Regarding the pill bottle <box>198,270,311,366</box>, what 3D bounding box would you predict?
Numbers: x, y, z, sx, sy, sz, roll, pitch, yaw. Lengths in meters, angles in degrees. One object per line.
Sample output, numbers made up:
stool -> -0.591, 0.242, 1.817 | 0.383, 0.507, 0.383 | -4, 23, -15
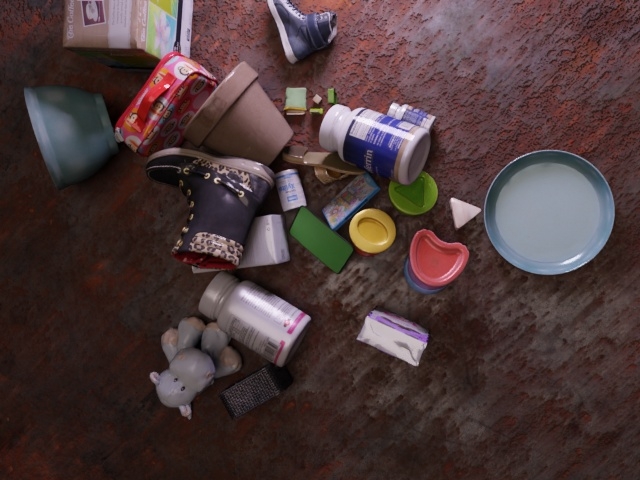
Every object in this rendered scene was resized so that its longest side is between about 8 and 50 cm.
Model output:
pill bottle -> -0.182, 0.210, 1.820 | 0.283, 0.160, 0.160 | 31, 99, 9

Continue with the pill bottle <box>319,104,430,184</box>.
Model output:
pill bottle -> 0.138, -0.255, 1.718 | 0.264, 0.153, 0.153 | 24, 98, 23

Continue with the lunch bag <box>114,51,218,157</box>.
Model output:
lunch bag -> -0.420, -0.359, 1.793 | 0.120, 0.258, 0.293 | 40, 99, 6

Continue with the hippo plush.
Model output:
hippo plush -> -0.386, 0.351, 1.833 | 0.294, 0.236, 0.234 | -45, 84, 11

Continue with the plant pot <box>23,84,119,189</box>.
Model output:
plant pot -> -0.685, -0.308, 1.864 | 0.196, 0.293, 0.293 | -17, 89, -14

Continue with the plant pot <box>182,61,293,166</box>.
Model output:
plant pot -> -0.201, -0.306, 1.770 | 0.229, 0.263, 0.263 | 40, 101, -10

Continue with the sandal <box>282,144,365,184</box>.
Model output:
sandal -> 0.009, -0.194, 1.813 | 0.239, 0.088, 0.079 | 15, 128, 11

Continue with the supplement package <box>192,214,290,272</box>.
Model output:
supplement package -> -0.224, 0.009, 1.830 | 0.243, 0.139, 0.134 | -7, 91, 14

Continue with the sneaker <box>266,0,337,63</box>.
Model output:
sneaker -> -0.045, -0.614, 1.778 | 0.163, 0.086, 0.226 | -17, 99, 23

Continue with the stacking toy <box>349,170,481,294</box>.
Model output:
stacking toy -> 0.251, -0.020, 1.768 | 0.308, 0.130, 0.280 | 32, 73, 6

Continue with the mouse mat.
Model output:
mouse mat -> 0.000, 0.000, 1.795 | 0.189, 0.153, 0.007 | 41, 55, 8

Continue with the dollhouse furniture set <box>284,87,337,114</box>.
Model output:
dollhouse furniture set -> -0.033, -0.384, 1.809 | 0.151, 0.058, 0.076 | 2, 93, 12

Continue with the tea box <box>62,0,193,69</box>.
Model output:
tea box -> -0.500, -0.639, 1.764 | 0.219, 0.323, 0.329 | 5, 95, 12

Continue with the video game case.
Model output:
video game case -> 0.080, -0.109, 1.776 | 0.166, 0.119, 0.015 | -43, 120, 11

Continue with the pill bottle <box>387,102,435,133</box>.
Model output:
pill bottle -> 0.238, -0.319, 1.749 | 0.120, 0.067, 0.067 | 25, 98, 10

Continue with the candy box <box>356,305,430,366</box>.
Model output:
candy box -> 0.195, 0.244, 1.720 | 0.164, 0.196, 0.070 | 23, 97, 10

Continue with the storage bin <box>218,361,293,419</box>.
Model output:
storage bin -> -0.179, 0.413, 1.849 | 0.180, 0.122, 0.084 | -31, 86, 12

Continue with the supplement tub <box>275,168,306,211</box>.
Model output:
supplement tub -> -0.083, -0.139, 1.827 | 0.070, 0.071, 0.107 | -16, 89, 13

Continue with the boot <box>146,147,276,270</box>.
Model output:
boot -> -0.325, -0.083, 1.730 | 0.377, 0.138, 0.284 | 10, 69, 15

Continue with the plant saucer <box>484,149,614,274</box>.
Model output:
plant saucer -> 0.583, -0.071, 1.699 | 0.317, 0.043, 0.318 | 1, 93, 13
